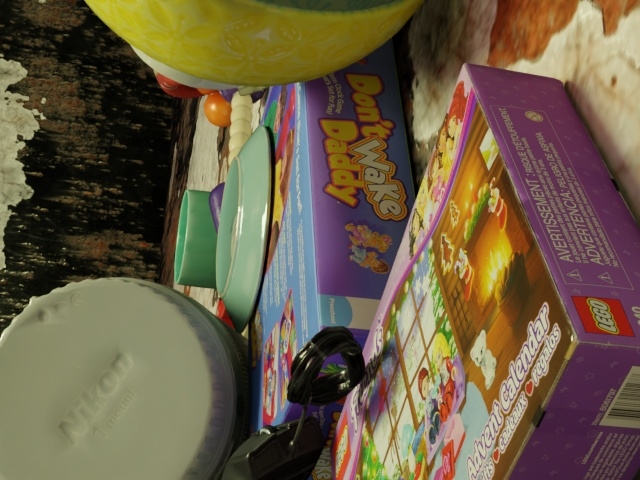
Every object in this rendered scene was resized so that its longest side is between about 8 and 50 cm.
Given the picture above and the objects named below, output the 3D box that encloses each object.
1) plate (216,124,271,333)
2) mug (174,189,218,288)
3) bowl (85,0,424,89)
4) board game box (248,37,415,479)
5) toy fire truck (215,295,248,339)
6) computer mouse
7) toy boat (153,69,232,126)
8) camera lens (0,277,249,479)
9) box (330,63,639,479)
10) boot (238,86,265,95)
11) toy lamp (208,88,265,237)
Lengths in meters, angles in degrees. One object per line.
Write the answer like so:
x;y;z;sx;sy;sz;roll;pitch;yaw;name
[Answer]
-0.073;-0.011;0.933;0.188;0.024;0.188;-173;90;-78;plate
-0.140;-0.005;1.409;0.157;0.097;0.129;-108;27;-63;mug
-0.069;-0.203;0.752;0.156;0.290;0.289;119;155;-47;bowl
0.000;0.000;0.841;0.233;0.078;0.347;111;161;-48;board game box
-0.096;0.093;1.280;0.135;0.047;0.192;-107;27;-58;toy fire truck
-0.024;0.113;0.654;0.041;0.071;0.242;56;148;24;computer mouse
-0.174;-0.253;1.662;0.231;0.151;0.151;-158;46;-77;toy boat
-0.159;0.158;0.951;0.274;0.219;0.219;61;-148;-74;camera lens
0.072;0.088;0.528;0.201;0.057;0.293;-98;19;-52;box
-0.095;-0.276;1.199;0.208;0.076;0.190;63;168;-9;boot
-0.103;-0.111;1.355;0.080;0.080;0.274;114;160;-52;toy lamp
